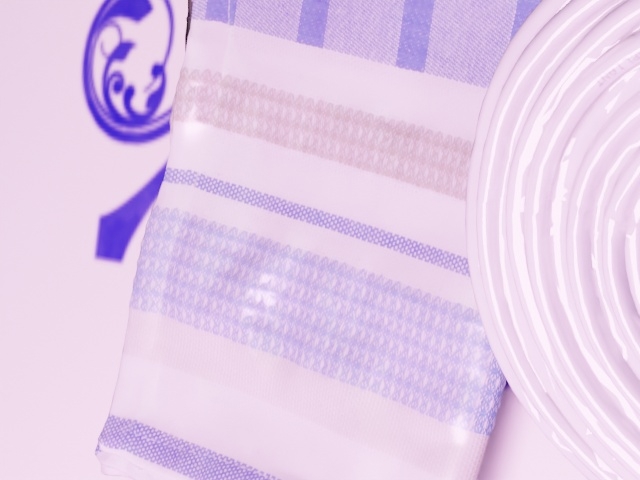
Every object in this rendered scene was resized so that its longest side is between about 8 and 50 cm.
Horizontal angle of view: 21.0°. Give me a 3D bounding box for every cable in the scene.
[{"bbox_3d":[0.169,0.006,0.569,0.257,0.089,0.257,38,132,17],"label":"cable"}]

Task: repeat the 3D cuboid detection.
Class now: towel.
[{"bbox_3d":[0.000,0.000,0.780,0.209,0.034,0.285,18,98,35],"label":"towel"}]

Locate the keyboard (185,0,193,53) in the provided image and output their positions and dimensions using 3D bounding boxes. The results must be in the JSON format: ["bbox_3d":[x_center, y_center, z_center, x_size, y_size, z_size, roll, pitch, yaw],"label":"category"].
[{"bbox_3d":[-0.009,-0.096,0.830,0.201,0.033,0.317,-4,85,43],"label":"keyboard"}]
